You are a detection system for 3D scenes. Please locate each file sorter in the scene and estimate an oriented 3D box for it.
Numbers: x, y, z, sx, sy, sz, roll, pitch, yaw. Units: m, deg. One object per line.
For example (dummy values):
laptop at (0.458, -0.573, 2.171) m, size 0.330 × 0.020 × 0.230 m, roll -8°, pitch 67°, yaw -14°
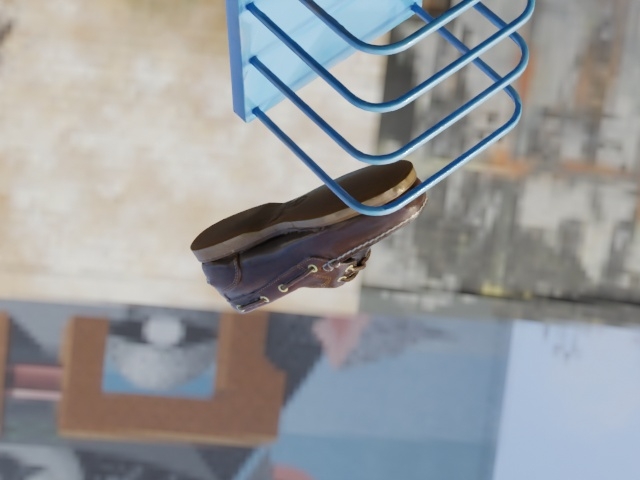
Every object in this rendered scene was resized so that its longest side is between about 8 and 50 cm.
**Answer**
file sorter at (0.033, -0.113, 0.906) m, size 0.118 × 0.170 × 0.104 m, roll -36°, pitch -118°, yaw -21°

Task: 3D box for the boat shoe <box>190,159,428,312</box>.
boat shoe at (0.000, 0.000, 1.421) m, size 0.207 × 0.073 × 0.073 m, roll -18°, pitch -160°, yaw 40°
